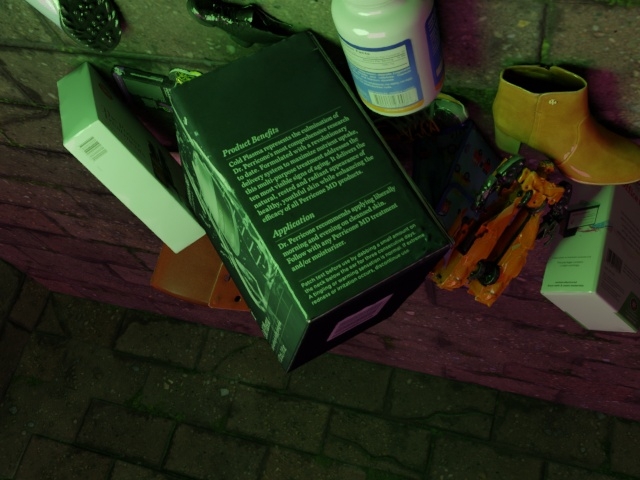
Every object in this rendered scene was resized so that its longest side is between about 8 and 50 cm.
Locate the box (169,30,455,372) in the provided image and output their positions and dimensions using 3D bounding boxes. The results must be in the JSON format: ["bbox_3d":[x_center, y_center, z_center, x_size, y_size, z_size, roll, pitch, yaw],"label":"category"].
[{"bbox_3d":[-0.044,-0.046,1.358,0.472,0.297,0.480,60,164,15],"label":"box"}]

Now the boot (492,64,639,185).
[{"bbox_3d":[0.441,-0.199,1.193,0.295,0.104,0.211,16,159,14],"label":"boot"}]

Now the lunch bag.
[{"bbox_3d":[0.267,-0.055,1.410,0.138,0.293,0.221,-2,152,39],"label":"lunch bag"}]

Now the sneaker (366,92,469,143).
[{"bbox_3d":[0.182,-0.227,1.342,0.215,0.083,0.084,0,151,34],"label":"sneaker"}]

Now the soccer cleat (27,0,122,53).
[{"bbox_3d":[-0.496,-0.463,1.262,0.116,0.109,0.318,28,173,40],"label":"soccer cleat"}]

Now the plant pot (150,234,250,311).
[{"bbox_3d":[-0.276,0.066,1.963,0.267,0.267,0.236,12,-168,-44],"label":"plant pot"}]

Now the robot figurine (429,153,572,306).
[{"bbox_3d":[0.330,-0.026,1.277,0.211,0.291,0.085,21,-163,-32],"label":"robot figurine"}]

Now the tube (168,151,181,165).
[{"bbox_3d":[-0.376,-0.174,1.913,0.062,0.070,0.240,52,169,28],"label":"tube"}]

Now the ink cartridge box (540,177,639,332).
[{"bbox_3d":[0.565,0.018,1.396,0.201,0.278,0.117,33,156,-36],"label":"ink cartridge box"}]

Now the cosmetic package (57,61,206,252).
[{"bbox_3d":[-0.424,-0.184,1.570,0.377,0.097,0.284,52,-176,-43],"label":"cosmetic package"}]

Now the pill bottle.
[{"bbox_3d":[0.102,-0.327,1.062,0.152,0.152,0.272,8,156,20],"label":"pill bottle"}]

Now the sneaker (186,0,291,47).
[{"bbox_3d":[-0.143,-0.392,1.224,0.170,0.051,0.089,25,157,-33],"label":"sneaker"}]

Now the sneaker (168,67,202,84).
[{"bbox_3d":[-0.287,-0.340,1.469,0.083,0.035,0.031,8,156,21],"label":"sneaker"}]

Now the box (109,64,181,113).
[{"bbox_3d":[-0.378,-0.334,1.560,0.162,0.029,0.116,15,160,6],"label":"box"}]
